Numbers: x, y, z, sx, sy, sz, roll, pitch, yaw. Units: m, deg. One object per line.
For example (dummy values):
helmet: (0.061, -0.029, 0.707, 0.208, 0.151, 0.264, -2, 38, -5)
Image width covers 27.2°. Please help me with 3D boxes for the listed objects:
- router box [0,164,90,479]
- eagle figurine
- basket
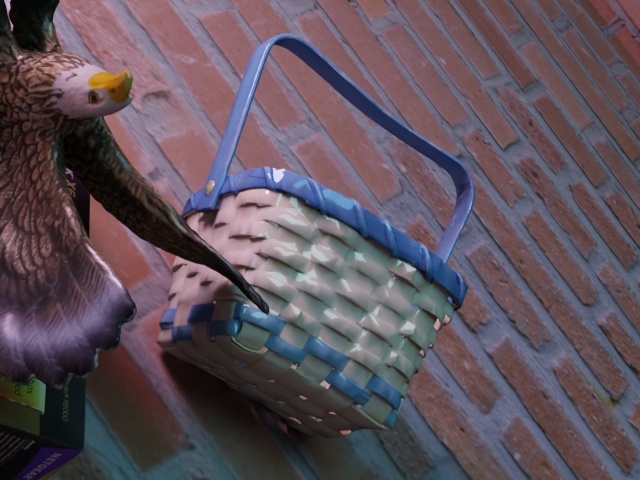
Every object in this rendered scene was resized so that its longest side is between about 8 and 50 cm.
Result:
router box: (-0.283, -0.002, 0.922, 0.243, 0.081, 0.309, 25, 42, -34)
eagle figurine: (-0.176, -0.064, 0.894, 0.225, 0.226, 0.298, -140, -144, -81)
basket: (0.000, 0.000, 1.122, 0.254, 0.201, 0.289, 35, 68, -25)
